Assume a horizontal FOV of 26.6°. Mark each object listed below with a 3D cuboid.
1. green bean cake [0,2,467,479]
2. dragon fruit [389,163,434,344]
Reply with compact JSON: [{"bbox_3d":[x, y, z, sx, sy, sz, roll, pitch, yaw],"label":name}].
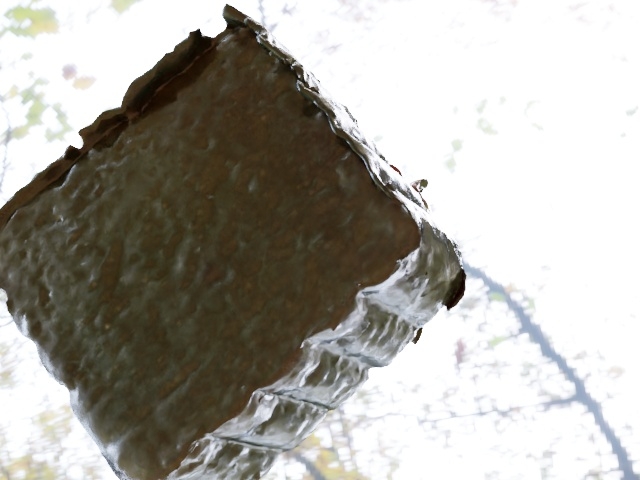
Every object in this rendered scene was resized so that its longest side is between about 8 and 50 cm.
[{"bbox_3d":[-0.045,0.009,0.636,0.181,0.094,0.173,-44,-120,7],"label":"green bean cake"},{"bbox_3d":[-0.007,0.010,1.461,0.231,0.303,0.237,18,-72,-37],"label":"dragon fruit"}]
